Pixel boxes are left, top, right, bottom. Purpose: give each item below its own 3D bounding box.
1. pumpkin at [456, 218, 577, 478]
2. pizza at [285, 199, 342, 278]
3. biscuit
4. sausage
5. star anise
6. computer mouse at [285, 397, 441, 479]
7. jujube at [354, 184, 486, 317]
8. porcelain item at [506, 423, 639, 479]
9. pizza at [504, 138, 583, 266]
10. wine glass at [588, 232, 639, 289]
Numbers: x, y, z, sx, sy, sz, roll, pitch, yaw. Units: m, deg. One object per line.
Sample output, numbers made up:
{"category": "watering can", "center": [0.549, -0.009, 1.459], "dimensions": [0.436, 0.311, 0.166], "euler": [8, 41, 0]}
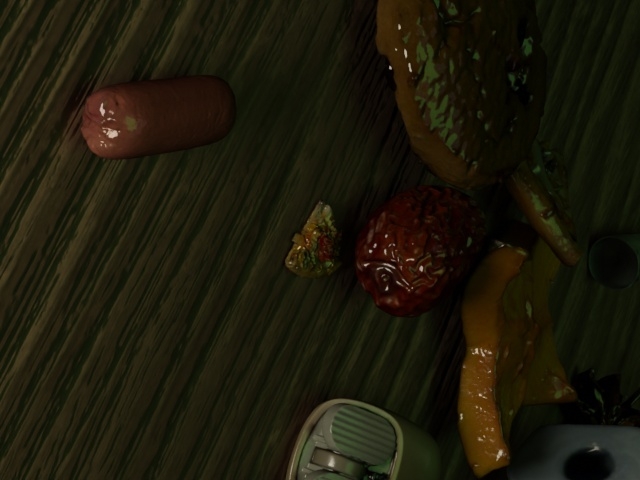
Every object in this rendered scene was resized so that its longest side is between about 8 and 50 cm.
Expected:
{"category": "pumpkin", "center": [0.222, 0.096, 1.775], "dimensions": [0.258, 0.095, 0.290], "euler": [-35, 129, -58]}
{"category": "pizza", "center": [0.000, 0.001, 1.517], "dimensions": [0.083, 0.025, 0.078], "euler": [-3, 105, -52]}
{"category": "biscuit", "center": [0.156, -0.195, 1.591], "dimensions": [0.296, 0.075, 0.296], "euler": [2, 87, -57]}
{"category": "sausage", "center": [-0.132, -0.102, 1.283], "dimensions": [0.154, 0.062, 0.062], "euler": [-14, 111, -51]}
{"category": "star anise", "center": [0.385, 0.249, 2.049], "dimensions": [0.234, 0.073, 0.177], "euler": [-3, 95, -36]}
{"category": "computer mouse", "center": [0.054, 0.247, 1.616], "dimensions": [0.236, 0.082, 0.145], "euler": [36, 72, -52]}
{"category": "jujube", "center": [0.102, 0.005, 1.589], "dimensions": [0.176, 0.109, 0.112], "euler": [-40, 154, -53]}
{"category": "porcelain item", "center": [0.348, 0.412, 1.927], "dimensions": [0.178, 0.243, 0.405], "euler": [-73, 156, -47]}
{"category": "pizza", "center": [0.260, -0.063, 1.783], "dimensions": [0.184, 0.036, 0.176], "euler": [63, 29, 1]}
{"category": "wine glass", "center": [0.412, 0.014, 2.032], "dimensions": [0.155, 0.073, 0.073], "euler": [-19, 115, -53]}
